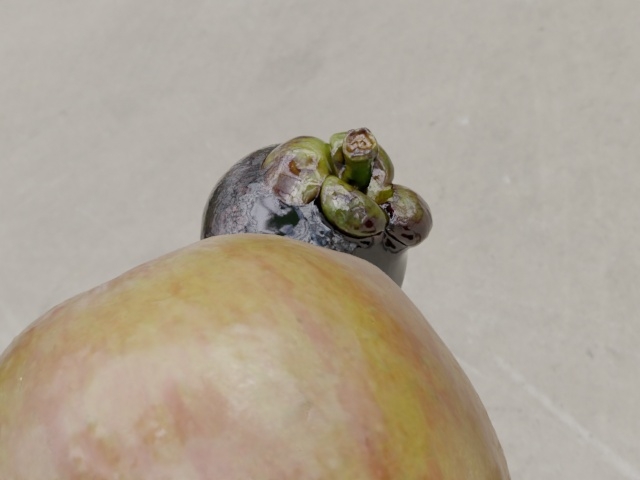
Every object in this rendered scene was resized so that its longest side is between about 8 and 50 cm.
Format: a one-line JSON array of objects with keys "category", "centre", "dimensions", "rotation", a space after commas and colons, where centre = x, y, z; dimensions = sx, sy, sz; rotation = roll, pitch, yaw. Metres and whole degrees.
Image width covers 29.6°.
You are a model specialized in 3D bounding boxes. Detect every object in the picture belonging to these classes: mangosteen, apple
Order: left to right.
[{"category": "apple", "centre": [-0.034, 0.105, 0.449], "dimensions": [0.211, 0.211, 0.188], "rotation": [-28, 73, 2]}, {"category": "mangosteen", "centre": [0.000, 0.003, 1.603], "dimensions": [0.313, 0.297, 0.297], "rotation": [-17, 38, 14]}]
